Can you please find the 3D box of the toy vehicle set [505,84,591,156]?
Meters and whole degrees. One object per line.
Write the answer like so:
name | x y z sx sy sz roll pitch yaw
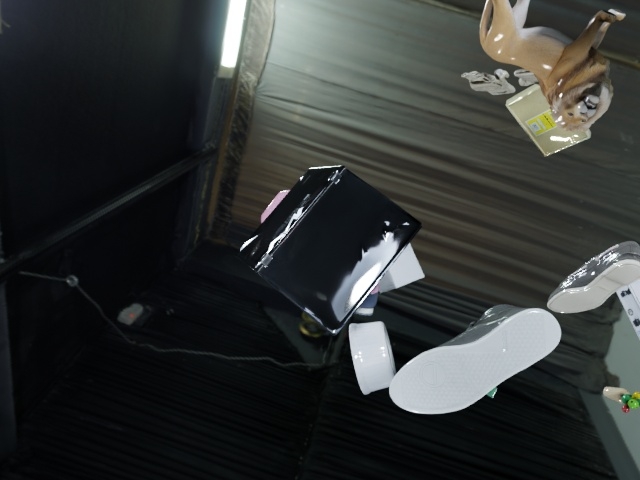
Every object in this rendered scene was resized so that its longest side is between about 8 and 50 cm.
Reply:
toy vehicle set | 0.801 -0.429 1.560 0.166 0.267 0.035 -24 30 48

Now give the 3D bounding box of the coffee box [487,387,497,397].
coffee box | 0.491 0.455 1.499 0.040 0.184 0.113 -57 17 -9

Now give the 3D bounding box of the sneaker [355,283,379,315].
sneaker | 0.047 0.145 1.403 0.112 0.319 0.131 30 103 59

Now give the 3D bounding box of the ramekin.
ramekin | 0.210 0.452 1.746 0.277 0.135 0.277 -14 -90 -81

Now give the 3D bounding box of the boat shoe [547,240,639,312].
boat shoe | 0.819 0.118 1.326 0.095 0.112 0.335 -63 1 -35

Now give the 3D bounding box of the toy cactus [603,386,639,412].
toy cactus | 1.035 0.530 1.455 0.180 0.219 0.112 0 92 58

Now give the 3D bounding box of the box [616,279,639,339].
box | 1.259 0.221 1.700 0.087 0.169 0.290 82 179 -62

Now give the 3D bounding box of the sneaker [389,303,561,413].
sneaker | 0.262 0.207 0.784 0.296 0.104 0.147 -31 -10 10

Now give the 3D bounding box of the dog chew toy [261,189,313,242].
dog chew toy | -0.052 -0.033 1.629 0.206 0.332 0.206 -51 8 10

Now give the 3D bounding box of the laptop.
laptop | 0.000 0.000 1.290 0.382 0.236 0.408 -50 22 -9

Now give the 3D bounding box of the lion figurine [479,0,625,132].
lion figurine | 0.497 -0.433 1.006 0.142 0.392 0.240 -35 -23 -41

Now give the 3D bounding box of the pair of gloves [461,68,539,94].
pair of gloves | 0.541 -0.449 1.228 0.204 0.240 0.042 -5 -79 -40

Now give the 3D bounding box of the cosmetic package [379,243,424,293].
cosmetic package | 0.294 0.088 1.852 0.224 0.138 0.224 125 122 -75
